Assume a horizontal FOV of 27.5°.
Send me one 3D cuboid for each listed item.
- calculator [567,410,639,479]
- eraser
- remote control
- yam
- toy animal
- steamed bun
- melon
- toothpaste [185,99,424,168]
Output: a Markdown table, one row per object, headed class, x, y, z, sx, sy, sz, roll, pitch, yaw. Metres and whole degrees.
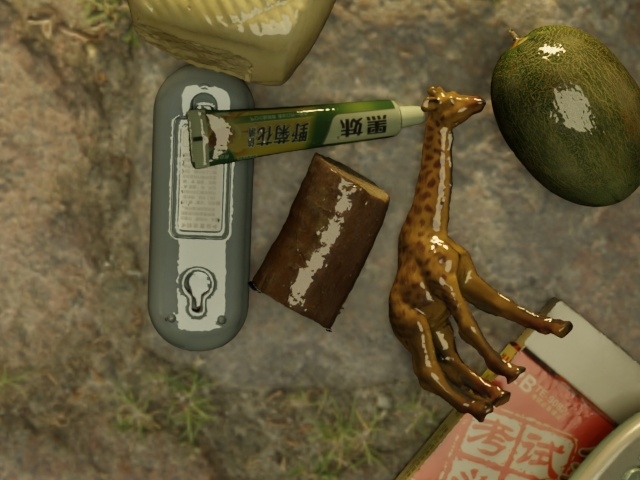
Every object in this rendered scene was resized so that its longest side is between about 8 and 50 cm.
| class | x | y | z | sx | sy | sz | roll | pitch | yaw |
| --- | --- | --- | --- | --- | --- | --- | --- | --- | --- |
| calculator | 0.252 | 0.268 | 1.104 | 0.184 | 0.042 | 0.295 | 31 | 92 | -28 |
| eraser | 0.188 | 0.182 | 1.123 | 0.157 | 0.038 | 0.230 | 39 | 93 | -5 |
| remote control | -0.099 | -0.026 | 1.093 | 0.087 | 0.047 | 0.244 | 1 | 96 | -6 |
| yam | 0.002 | 0.002 | 1.082 | 0.084 | 0.084 | 0.127 | 27 | 97 | -4 |
| toy animal | 0.110 | 0.013 | 1.088 | 0.149 | 0.054 | 0.275 | -25 | 77 | 32 |
| steamed bun | -0.054 | -0.242 | 1.030 | 0.170 | 0.152 | 0.238 | 14 | 80 | 4 |
| melon | 0.202 | -0.104 | 1.061 | 0.114 | 0.114 | 0.167 | -39 | 97 | 2 |
| toothpaste | -0.010 | -0.093 | 1.075 | 0.204 | 0.031 | 0.049 | -8 | 99 | -18 |
